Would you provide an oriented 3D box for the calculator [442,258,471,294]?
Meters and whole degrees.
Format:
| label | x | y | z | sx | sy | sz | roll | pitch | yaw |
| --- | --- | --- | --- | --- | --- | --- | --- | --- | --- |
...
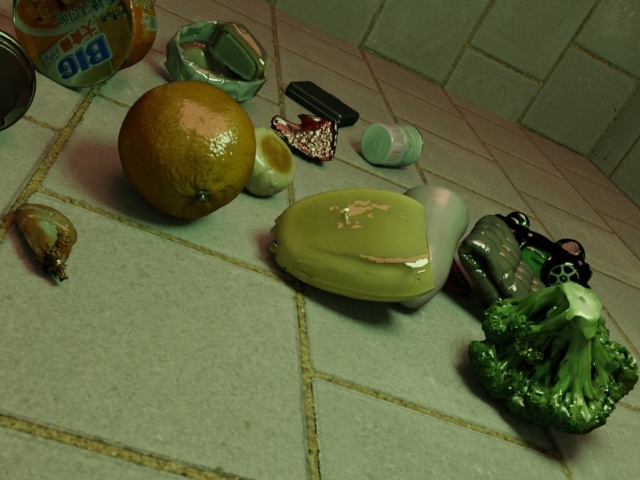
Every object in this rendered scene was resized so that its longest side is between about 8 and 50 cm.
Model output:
| label | x | y | z | sx | sy | sz | roll | pitch | yaw |
| --- | --- | --- | --- | --- | --- | --- | --- | --- | --- |
| calculator | 0.280 | 0.056 | 1.649 | 0.126 | 0.034 | 0.191 | 18 | 33 | -25 |

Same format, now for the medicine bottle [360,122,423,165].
| label | x | y | z | sx | sy | sz | roll | pitch | yaw |
| --- | --- | --- | --- | --- | --- | --- | --- | --- | --- |
| medicine bottle | 0.217 | -0.294 | 2.118 | 0.168 | 0.135 | 0.135 | -3 | 40 | -50 |

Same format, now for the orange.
| label | x | y | z | sx | sy | sz | roll | pitch | yaw |
| --- | --- | --- | --- | --- | --- | --- | --- | --- | --- |
| orange | -0.241 | -0.165 | 1.272 | 0.264 | 0.264 | 0.264 | 23 | 26 | -12 |

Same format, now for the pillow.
| label | x | y | z | sx | sy | sz | roll | pitch | yaw |
| --- | --- | --- | --- | --- | --- | --- | --- | --- | --- |
| pillow | 0.441 | 0.102 | 1.558 | 0.326 | 0.101 | 0.228 | 51 | 27 | 2 |

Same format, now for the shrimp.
| label | x | y | z | sx | sy | sz | roll | pitch | yaw |
| --- | --- | --- | --- | --- | --- | --- | --- | --- | --- |
| shrimp | -0.404 | -0.004 | 1.034 | 0.091 | 0.043 | 0.184 | 14 | 28 | -37 |

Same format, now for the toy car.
| label | x | y | z | sx | sy | sz | roll | pitch | yaw |
| --- | --- | --- | --- | --- | --- | --- | --- | --- | --- |
| toy car | 0.551 | 0.073 | 1.749 | 0.358 | 0.177 | 0.213 | 30 | 23 | 11 |

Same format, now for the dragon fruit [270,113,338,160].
| label | x | y | z | sx | sy | sz | roll | pitch | yaw |
| --- | --- | --- | --- | --- | --- | --- | --- | --- | --- |
| dragon fruit | -0.045 | -0.278 | 1.843 | 0.192 | 0.122 | 0.092 | 24 | 40 | -16 |

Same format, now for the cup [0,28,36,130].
| label | x | y | z | sx | sy | sz | roll | pitch | yaw |
| --- | --- | --- | --- | --- | --- | --- | --- | --- | --- |
| cup | -0.631 | -0.316 | 1.228 | 0.196 | 0.197 | 0.279 | 5 | 27 | -41 |

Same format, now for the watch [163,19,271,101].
| label | x | y | z | sx | sy | sz | roll | pitch | yaw |
| --- | --- | --- | --- | --- | --- | --- | --- | --- | --- |
| watch | -0.291 | -0.486 | 1.897 | 0.253 | 0.161 | 0.241 | 48 | 47 | -1 |

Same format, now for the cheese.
| label | x | y | z | sx | sy | sz | roll | pitch | yaw |
| --- | --- | --- | --- | --- | --- | --- | --- | --- | --- |
| cheese | 0.059 | 0.001 | 1.331 | 0.315 | 0.128 | 0.260 | 2 | 40 | 1 |

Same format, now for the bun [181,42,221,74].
| label | x | y | z | sx | sy | sz | roll | pitch | yaw |
| --- | --- | --- | --- | --- | --- | --- | --- | --- | --- |
| bun | -0.355 | -0.576 | 2.070 | 0.173 | 0.113 | 0.166 | 43 | 28 | 22 |

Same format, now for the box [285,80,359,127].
| label | x | y | z | sx | sy | sz | roll | pitch | yaw |
| --- | --- | --- | --- | --- | --- | --- | --- | --- | --- |
| box | 0.007 | -0.454 | 2.295 | 0.230 | 0.050 | 0.160 | 36 | 26 | 15 |

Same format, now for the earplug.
| label | x | y | z | sx | sy | sz | roll | pitch | yaw |
| --- | --- | --- | --- | --- | --- | --- | --- | --- | --- |
| earplug | 0.213 | 0.030 | 1.481 | 0.172 | 0.172 | 0.301 | 28 | 41 | -1 |

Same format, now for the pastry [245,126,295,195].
| label | x | y | z | sx | sy | sz | roll | pitch | yaw |
| --- | --- | --- | --- | --- | --- | --- | --- | --- | --- |
| pastry | -0.128 | -0.174 | 1.532 | 0.156 | 0.092 | 0.157 | 32 | 48 | -44 |

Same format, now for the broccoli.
| label | x | y | z | sx | sy | sz | roll | pitch | yaw |
| --- | --- | --- | --- | --- | --- | --- | --- | --- | --- |
| broccoli | 0.432 | 0.206 | 1.270 | 0.307 | 0.275 | 0.308 | 6 | 50 | -7 |

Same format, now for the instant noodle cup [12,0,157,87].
| label | x | y | z | sx | sy | sz | roll | pitch | yaw |
| --- | --- | --- | --- | --- | --- | --- | --- | --- | --- |
| instant noodle cup | -0.522 | -0.505 | 1.597 | 0.296 | 0.296 | 0.214 | 29 | 17 | 0 |
